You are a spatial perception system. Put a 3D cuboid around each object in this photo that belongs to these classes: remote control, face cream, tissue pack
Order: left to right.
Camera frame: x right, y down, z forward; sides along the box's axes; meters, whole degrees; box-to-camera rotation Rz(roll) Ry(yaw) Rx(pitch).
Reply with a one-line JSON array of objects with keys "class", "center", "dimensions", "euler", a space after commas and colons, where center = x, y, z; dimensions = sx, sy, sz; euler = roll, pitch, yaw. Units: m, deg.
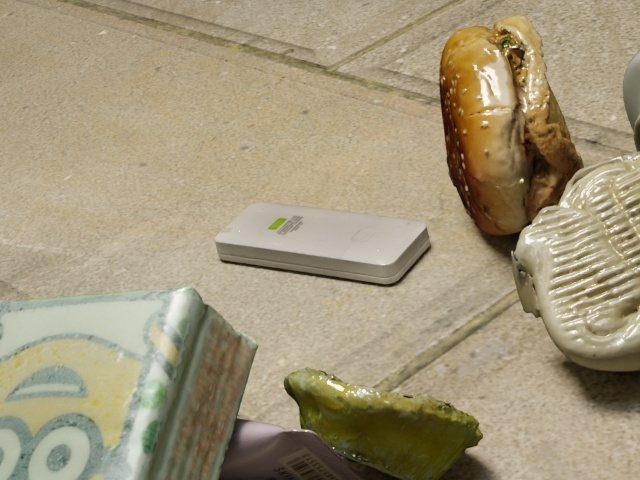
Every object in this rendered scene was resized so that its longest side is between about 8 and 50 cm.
[{"class": "tissue pack", "center": [-0.206, 0.199, 1.291], "dimensions": [0.228, 0.128, 0.311], "euler": [-7, 55, 33]}, {"class": "face cream", "center": [-0.091, 0.201, 1.389], "dimensions": [0.273, 0.154, 0.096], "euler": [-4, 56, 29]}, {"class": "remote control", "center": [0.000, 0.000, 1.795], "dimensions": [0.250, 0.034, 0.103], "euler": [8, 35, 31]}]

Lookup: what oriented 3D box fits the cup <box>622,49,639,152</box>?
[{"class": "cup", "center": [0.433, -0.109, 1.549], "dimensions": [0.163, 0.347, 0.347], "euler": [-39, 35, -13]}]

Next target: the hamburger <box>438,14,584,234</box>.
[{"class": "hamburger", "center": [0.208, -0.129, 1.733], "dimensions": [0.146, 0.243, 0.286], "euler": [-12, 13, 4]}]

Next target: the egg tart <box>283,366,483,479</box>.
[{"class": "egg tart", "center": [0.047, 0.166, 1.368], "dimensions": [0.197, 0.197, 0.078], "euler": [12, 78, 37]}]

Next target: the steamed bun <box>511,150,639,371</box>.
[{"class": "steamed bun", "center": [0.300, 0.036, 1.510], "dimensions": [0.211, 0.144, 0.218], "euler": [-26, 59, -2]}]
